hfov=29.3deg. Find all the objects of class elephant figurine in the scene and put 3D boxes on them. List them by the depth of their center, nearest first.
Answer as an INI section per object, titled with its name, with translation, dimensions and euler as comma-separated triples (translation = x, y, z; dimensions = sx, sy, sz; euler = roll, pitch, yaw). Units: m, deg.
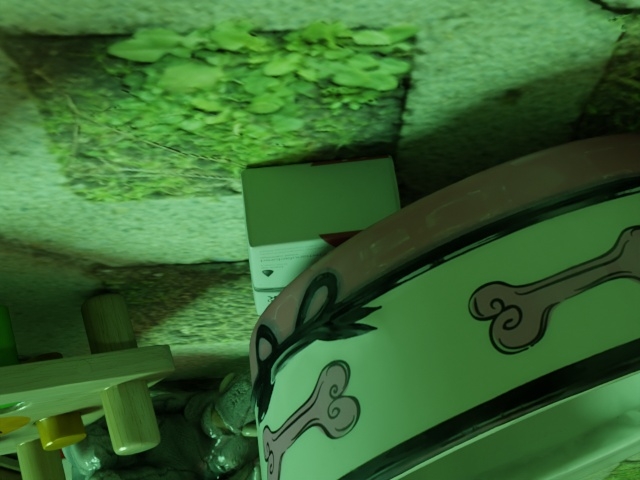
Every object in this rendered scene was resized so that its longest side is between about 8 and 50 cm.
[elephant figurine]
translation = -0.116, 0.200, 1.182
dimensions = 0.239, 0.169, 0.186
euler = -21, -163, -24

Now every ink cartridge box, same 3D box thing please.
[ink cartridge box]
translation = 0.000, 0.000, 0.822
dimensions = 0.099, 0.056, 0.135
euler = -7, 158, -3

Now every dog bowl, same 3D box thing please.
[dog bowl]
translation = 0.132, 0.078, 0.832
dimensions = 0.408, 0.150, 0.408
euler = -19, 160, -7

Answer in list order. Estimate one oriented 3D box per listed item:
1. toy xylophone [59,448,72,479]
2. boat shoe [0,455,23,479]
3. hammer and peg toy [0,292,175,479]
[toy xylophone]
translation = -0.156, 0.290, 1.283
dimensions = 0.323, 0.236, 0.081
euler = -10, 157, 1
[boat shoe]
translation = -0.398, 0.305, 1.415
dimensions = 0.307, 0.104, 0.111
euler = 12, 152, -39
[hammer and peg toy]
translation = -0.323, 0.145, 0.929
dimensions = 0.361, 0.127, 0.266
euler = -5, 162, -36
